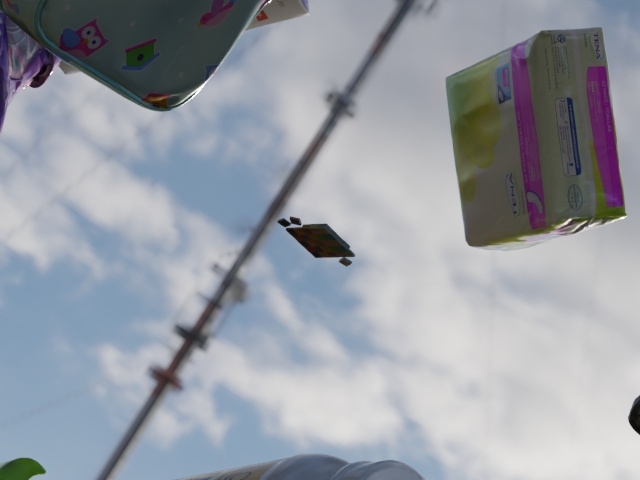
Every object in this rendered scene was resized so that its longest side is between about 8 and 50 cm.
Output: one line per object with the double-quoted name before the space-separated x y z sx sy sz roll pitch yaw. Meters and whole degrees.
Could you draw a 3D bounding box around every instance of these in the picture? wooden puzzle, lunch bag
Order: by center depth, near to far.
"lunch bag" -0.130 -0.262 1.467 0.108 0.279 0.224 40 7 40
"wooden puzzle" 0.000 0.000 1.668 0.049 0.006 0.083 -2 -34 41

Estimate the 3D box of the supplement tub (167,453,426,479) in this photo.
"supplement tub" -0.058 0.309 1.561 0.316 0.228 0.228 -15 -48 31

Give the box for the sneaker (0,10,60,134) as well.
"sneaker" -0.280 -0.166 1.618 0.104 0.236 0.095 27 -50 -29

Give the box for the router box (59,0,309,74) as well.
"router box" -0.205 -0.319 1.906 0.301 0.082 0.335 -12 -27 13

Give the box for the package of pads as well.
"package of pads" 0.250 -0.109 2.118 0.101 0.229 0.296 -6 -3 -17

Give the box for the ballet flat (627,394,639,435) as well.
"ballet flat" 0.373 0.187 1.736 0.173 0.057 0.049 21 -54 -26

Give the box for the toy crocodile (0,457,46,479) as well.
"toy crocodile" -0.286 0.393 1.895 0.115 0.105 0.341 -41 -108 49
